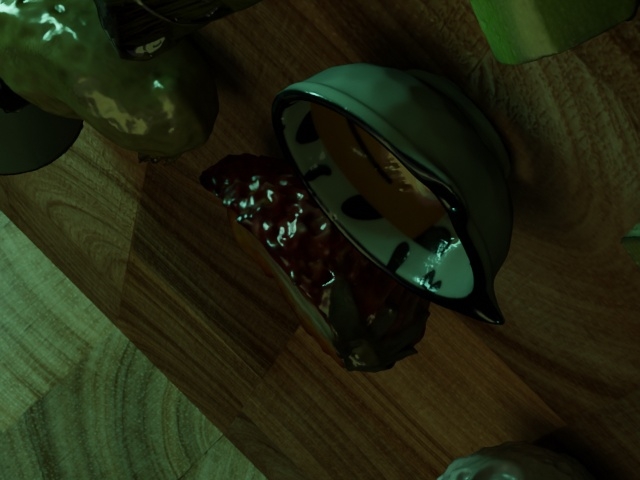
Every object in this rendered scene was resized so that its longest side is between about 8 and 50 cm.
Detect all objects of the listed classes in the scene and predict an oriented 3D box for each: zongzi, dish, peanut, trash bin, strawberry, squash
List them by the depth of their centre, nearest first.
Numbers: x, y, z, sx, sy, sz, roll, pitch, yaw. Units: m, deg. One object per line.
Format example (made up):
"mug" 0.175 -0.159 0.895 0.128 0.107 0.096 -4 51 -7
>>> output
"squash" 0.116 -0.272 1.076 0.287 0.137 0.137 63 159 -13
"dish" 0.091 -0.069 1.524 0.303 0.120 0.303 41 162 16
"zongzi" -0.148 -0.331 1.525 0.300 0.145 0.274 -10 118 50
"strawberry" 0.000 0.000 1.881 0.336 0.149 0.265 47 173 33
"peanut" -0.274 -0.216 1.946 0.387 0.169 0.192 32 146 35
"trash bin" -0.452 -0.244 2.221 0.277 0.217 0.262 60 169 25

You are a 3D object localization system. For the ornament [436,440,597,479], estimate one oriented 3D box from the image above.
"ornament" 0.236 0.363 1.942 0.259 0.259 0.225 29 149 44

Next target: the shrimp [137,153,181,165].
"shrimp" -0.224 -0.165 2.148 0.133 0.053 0.236 43 159 4

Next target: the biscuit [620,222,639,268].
"biscuit" 0.348 0.062 1.361 0.199 0.040 0.121 51 164 -11
